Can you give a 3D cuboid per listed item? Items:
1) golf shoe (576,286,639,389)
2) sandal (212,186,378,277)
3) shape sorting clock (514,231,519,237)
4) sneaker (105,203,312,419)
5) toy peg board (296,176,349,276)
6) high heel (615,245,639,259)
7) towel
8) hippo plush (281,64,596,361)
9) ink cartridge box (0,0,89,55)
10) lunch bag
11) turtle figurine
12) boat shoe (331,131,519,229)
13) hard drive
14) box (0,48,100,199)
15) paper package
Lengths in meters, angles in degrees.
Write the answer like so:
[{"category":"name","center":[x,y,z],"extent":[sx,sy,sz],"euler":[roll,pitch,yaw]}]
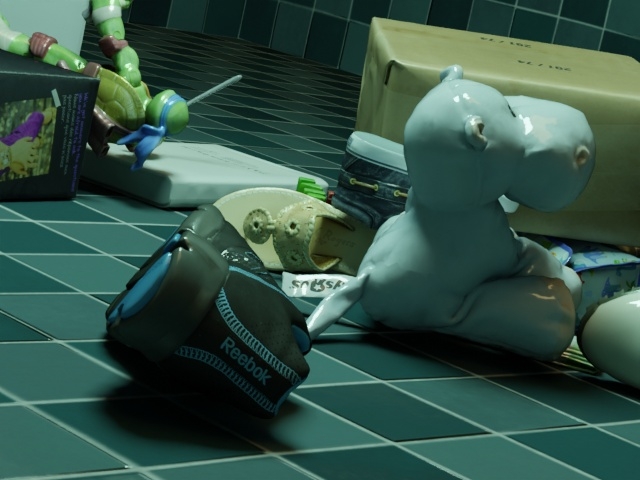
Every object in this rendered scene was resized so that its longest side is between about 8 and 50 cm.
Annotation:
[{"category":"golf shoe","center":[0.354,0.114,1.595],"extent":[0.272,0.105,0.120],"euler":[16,18,19]},{"category":"sandal","center":[0.002,-0.006,1.805],"extent":[0.240,0.088,0.079],"euler":[17,-14,-1]},{"category":"shape sorting clock","center":[0.168,-0.005,2.033],"extent":[0.206,0.040,0.206],"euler":[21,-5,2]},{"category":"sneaker","center":[-0.084,0.063,1.389],"extent":[0.139,0.125,0.341],"euler":[39,5,-6]},{"category":"toy peg board","center":[0.033,-0.010,1.935],"extent":[0.160,0.079,0.161],"euler":[11,11,-7]},{"category":"high heel","center":[0.411,0.007,2.240],"extent":[0.186,0.093,0.261],"euler":[4,3,-13]},{"category":"towel","center":[0.203,0.091,1.746],"extent":[0.152,0.023,0.113],"euler":[15,11,11]},{"category":"hippo plush","center":[0.126,-0.043,1.659],"extent":[0.294,0.237,0.234],"euler":[7,19,-13]},{"category":"ink cartridge box","center":[-0.467,-0.296,2.272],"extent":[0.278,0.117,0.201],"euler":[18,11,29]},{"category":"lunch bag","center":[0.248,0.042,1.895],"extent":[0.151,0.096,0.129],"euler":[-5,17,-15]},{"category":"turtle figurine","center":[-0.246,-0.202,2.097],"extent":[0.266,0.275,0.198],"euler":[10,-20,19]},{"category":"boat shoe","center":[0.104,-0.042,1.808],"extent":[0.183,0.083,0.065],"euler":[20,17,3]},{"category":"hard drive","center":[-0.160,-0.083,2.208],"extent":[0.203,0.040,0.307],"euler":[19,12,34]},{"category":"box","center":[-0.389,-0.130,1.896],"extent":[0.165,0.143,0.270],"euler":[19,12,31]},{"category":"paper package","center":[0.209,-0.123,1.975],"extent":[0.324,0.168,0.309],"euler":[7,15,-4]}]
